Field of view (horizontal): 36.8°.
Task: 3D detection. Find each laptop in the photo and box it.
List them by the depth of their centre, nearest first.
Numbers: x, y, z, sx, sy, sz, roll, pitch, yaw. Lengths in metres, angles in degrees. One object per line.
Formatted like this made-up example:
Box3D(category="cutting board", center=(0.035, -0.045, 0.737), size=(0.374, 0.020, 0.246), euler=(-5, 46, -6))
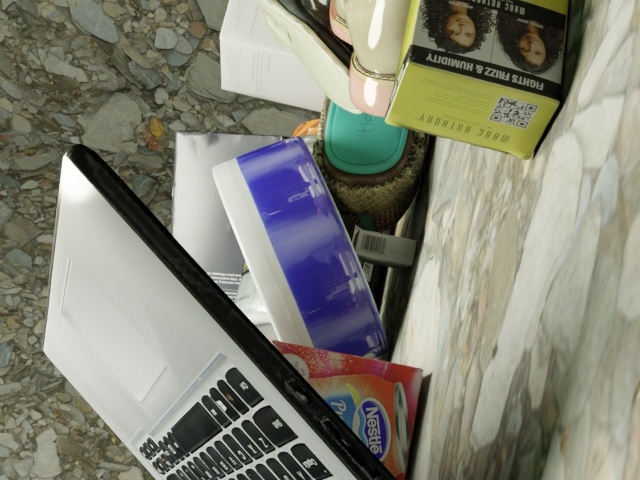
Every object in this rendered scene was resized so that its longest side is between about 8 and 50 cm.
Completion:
Box3D(category="laptop", center=(-0.095, 0.231, 0.521), size=(0.236, 0.408, 0.382), euler=(-41, -3, -26))

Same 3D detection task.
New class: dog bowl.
Box3D(category="dog bowl", center=(-0.022, 0.023, 1.062), size=(0.265, 0.104, 0.265), euler=(158, 90, -87))

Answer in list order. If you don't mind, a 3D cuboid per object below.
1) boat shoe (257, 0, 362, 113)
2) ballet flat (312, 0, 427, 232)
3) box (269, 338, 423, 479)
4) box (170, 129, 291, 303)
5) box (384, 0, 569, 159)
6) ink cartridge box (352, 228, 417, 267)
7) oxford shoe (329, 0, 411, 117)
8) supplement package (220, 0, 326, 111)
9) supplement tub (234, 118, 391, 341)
Box3D(category="boat shoe", center=(0.007, -0.227, 1.071), size=(0.233, 0.079, 0.084), euler=(55, 168, 40))
Box3D(category="ballet flat", center=(0.083, -0.228, 1.198), size=(0.182, 0.164, 0.482), euler=(73, -155, -62))
Box3D(category="box", center=(0.001, 0.169, 0.816), size=(0.257, 0.123, 0.128), euler=(107, 175, -76))
Box3D(category="box", center=(-0.115, -0.022, 1.634), size=(0.343, 0.179, 0.312), euler=(-15, -71, -78))
Box3D(category="box", center=(0.100, -0.163, 0.561), size=(0.058, 0.087, 0.232), euler=(108, 176, -60))
Box3D(category="ink cartridge box", center=(0.066, 0.011, 1.052), size=(0.115, 0.063, 0.029), euler=(111, 171, -86))
Box3D(category="oxford shoe", center=(0.081, -0.255, 0.936), size=(0.397, 0.140, 0.146), euler=(-99, 4, -60))
Box3D(category="supplement package", center=(0.016, -0.296, 1.397), size=(0.175, 0.293, 0.177), euler=(106, 177, -73))
Box3D(category="supplement tub", center=(0.000, 0.000, 1.361), size=(0.193, 0.194, 0.316), euler=(104, 179, -66))
